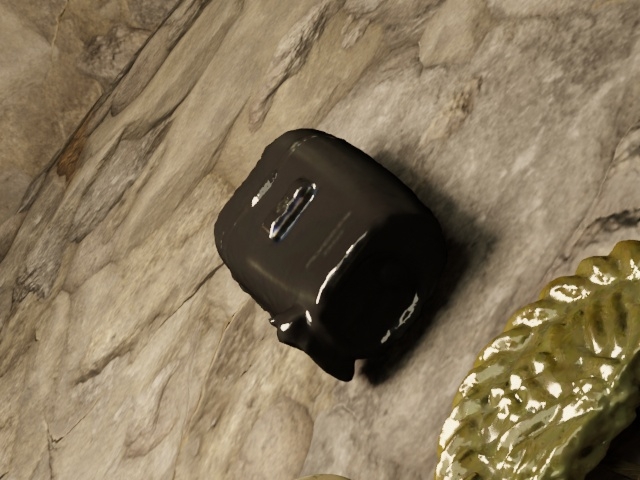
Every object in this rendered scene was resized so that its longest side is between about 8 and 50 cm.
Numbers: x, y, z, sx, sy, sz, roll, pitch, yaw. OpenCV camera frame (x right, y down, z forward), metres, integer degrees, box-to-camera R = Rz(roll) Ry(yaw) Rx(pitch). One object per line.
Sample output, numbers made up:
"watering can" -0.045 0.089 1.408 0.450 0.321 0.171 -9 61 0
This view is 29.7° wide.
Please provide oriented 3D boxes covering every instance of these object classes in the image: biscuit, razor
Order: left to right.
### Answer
"razor" 0.004 0.003 1.163 0.189 0.107 0.327 -54 26 4
"biscuit" 0.164 0.088 0.820 0.273 0.036 0.187 -49 19 2

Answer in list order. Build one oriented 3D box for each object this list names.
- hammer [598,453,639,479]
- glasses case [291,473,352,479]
"hammer" 0.188 0.140 0.766 0.058 0.029 0.292 -58 23 -9
"glasses case" -0.007 0.326 0.784 0.156 0.098 0.425 -30 31 14
